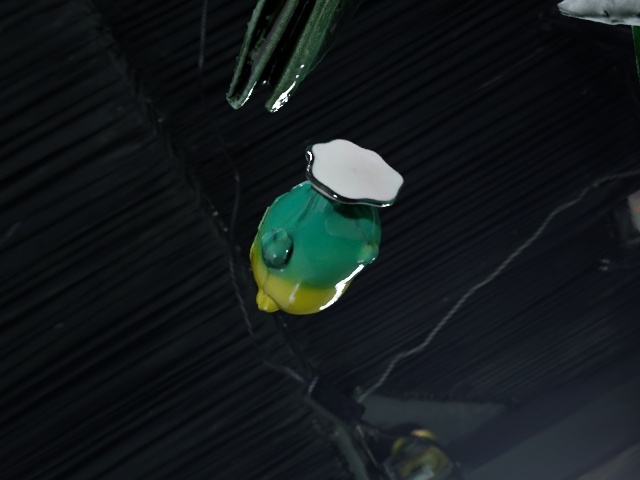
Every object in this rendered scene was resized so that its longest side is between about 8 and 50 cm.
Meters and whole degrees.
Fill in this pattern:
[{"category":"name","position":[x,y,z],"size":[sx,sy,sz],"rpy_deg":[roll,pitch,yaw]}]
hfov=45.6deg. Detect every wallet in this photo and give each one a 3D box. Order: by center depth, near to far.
[{"category":"wallet","position":[0.030,-0.185,0.393],"size":[0.055,0.236,0.160],"rpy_deg":[26,-37,-5]}]

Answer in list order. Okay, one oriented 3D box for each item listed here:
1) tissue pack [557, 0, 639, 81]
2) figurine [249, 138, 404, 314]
[{"category":"tissue pack","position":[0.233,-0.144,0.384],"size":[0.209,0.156,0.147],"rpy_deg":[-131,-154,-71]},{"category":"figurine","position":[0.000,0.000,1.428],"size":[0.231,0.324,0.340],"rpy_deg":[45,-48,23]}]
